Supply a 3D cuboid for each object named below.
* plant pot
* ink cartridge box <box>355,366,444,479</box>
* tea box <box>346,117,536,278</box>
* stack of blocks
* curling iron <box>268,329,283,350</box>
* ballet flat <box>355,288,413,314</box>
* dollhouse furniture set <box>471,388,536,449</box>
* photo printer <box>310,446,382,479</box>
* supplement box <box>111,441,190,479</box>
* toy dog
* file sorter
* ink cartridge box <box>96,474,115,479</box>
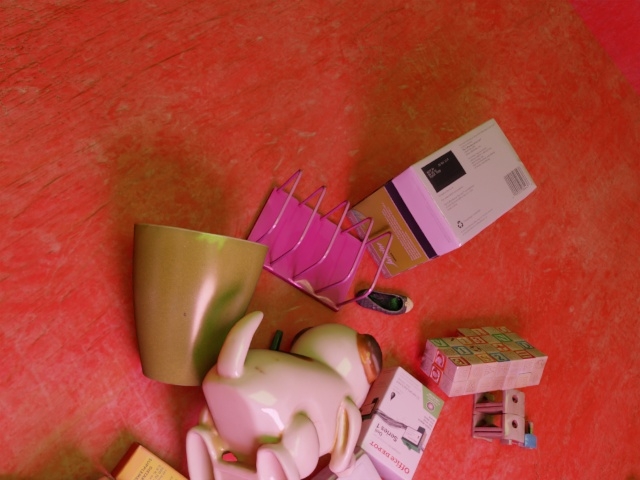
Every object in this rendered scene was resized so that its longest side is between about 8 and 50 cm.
[{"bbox_3d":[-0.263,0.134,1.169,0.274,0.274,0.294,11,85,-25],"label":"plant pot"},{"bbox_3d":[0.177,0.442,1.379,0.160,0.092,0.220,39,60,-12],"label":"ink cartridge box"},{"bbox_3d":[0.301,-0.102,1.481,0.328,0.323,0.220,-31,89,-31],"label":"tea box"},{"bbox_3d":[0.410,0.306,1.491,0.296,0.171,0.087,1,110,-27],"label":"stack of blocks"},{"bbox_3d":[-0.123,0.335,1.290,0.068,0.035,0.274,24,63,-30],"label":"curling iron"},{"bbox_3d":[0.170,0.161,1.489,0.173,0.049,0.058,10,71,-25],"label":"ballet flat"},{"bbox_3d":[0.517,0.474,1.526,0.183,0.129,0.129,18,67,-21],"label":"dollhouse furniture set"},{"bbox_3d":[0.067,0.640,1.207,0.256,0.107,0.308,-31,90,-32],"label":"photo printer"},{"bbox_3d":[-0.290,0.494,1.125,0.233,0.080,0.078,42,62,-13],"label":"supplement box"},{"bbox_3d":[-0.054,0.308,1.166,0.407,0.284,0.396,-20,95,-52],"label":"toy dog"},{"bbox_3d":[0.000,0.000,1.373,0.290,0.182,0.202,33,62,-15],"label":"file sorter"},{"bbox_3d":[-0.345,0.649,0.965,0.279,0.160,0.385,-40,104,-30],"label":"ink cartridge box"}]
